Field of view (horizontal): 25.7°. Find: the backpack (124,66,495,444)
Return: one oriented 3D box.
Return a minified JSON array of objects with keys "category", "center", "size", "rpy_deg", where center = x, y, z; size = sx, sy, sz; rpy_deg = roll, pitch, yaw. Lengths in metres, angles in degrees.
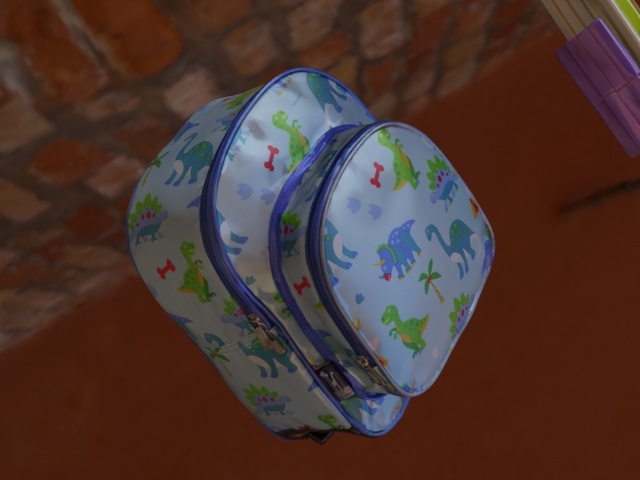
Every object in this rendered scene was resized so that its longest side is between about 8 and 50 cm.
[{"category":"backpack","center":[0.000,0.000,0.486],"size":[0.114,0.084,0.105],"rpy_deg":[48,52,-22]}]

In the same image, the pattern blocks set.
[{"category":"pattern blocks set","center":[0.120,-0.085,0.574],"size":[0.285,0.026,0.325],"rpy_deg":[57,16,5]}]
